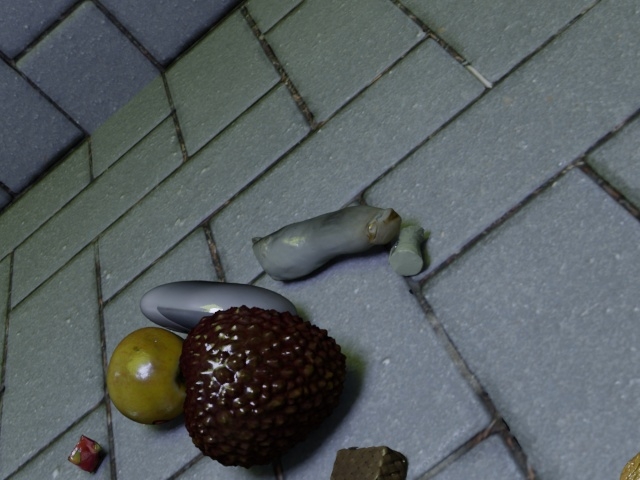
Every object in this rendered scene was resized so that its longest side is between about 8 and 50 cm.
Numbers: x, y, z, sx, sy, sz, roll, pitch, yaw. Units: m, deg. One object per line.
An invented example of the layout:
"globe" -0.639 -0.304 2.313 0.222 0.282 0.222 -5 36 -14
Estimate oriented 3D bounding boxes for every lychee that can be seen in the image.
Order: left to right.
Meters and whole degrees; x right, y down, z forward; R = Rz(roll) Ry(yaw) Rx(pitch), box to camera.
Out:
"lychee" -0.088 0.221 1.384 0.271 0.271 0.271 -28 36 23

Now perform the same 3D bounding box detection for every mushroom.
"mushroom" 0.002 -0.002 1.626 0.351 0.097 0.109 -19 24 40

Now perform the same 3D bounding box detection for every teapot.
"teapot" 0.148 0.015 1.506 0.067 0.057 0.083 -18 34 30

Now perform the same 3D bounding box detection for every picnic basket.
"picnic basket" 0.048 0.370 1.219 0.110 0.055 0.193 -14 42 38

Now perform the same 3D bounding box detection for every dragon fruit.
"dragon fruit" -0.448 0.410 1.706 0.056 0.060 0.083 -56 5 -14

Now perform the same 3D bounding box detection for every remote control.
"remote control" -0.188 0.125 1.614 0.332 0.221 0.104 -1 86 48

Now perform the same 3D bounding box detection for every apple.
"apple" -0.303 0.248 1.631 0.155 0.182 0.182 -9 46 35

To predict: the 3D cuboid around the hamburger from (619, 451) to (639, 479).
"hamburger" 0.378 0.269 0.980 0.076 0.044 0.083 -49 31 -4
